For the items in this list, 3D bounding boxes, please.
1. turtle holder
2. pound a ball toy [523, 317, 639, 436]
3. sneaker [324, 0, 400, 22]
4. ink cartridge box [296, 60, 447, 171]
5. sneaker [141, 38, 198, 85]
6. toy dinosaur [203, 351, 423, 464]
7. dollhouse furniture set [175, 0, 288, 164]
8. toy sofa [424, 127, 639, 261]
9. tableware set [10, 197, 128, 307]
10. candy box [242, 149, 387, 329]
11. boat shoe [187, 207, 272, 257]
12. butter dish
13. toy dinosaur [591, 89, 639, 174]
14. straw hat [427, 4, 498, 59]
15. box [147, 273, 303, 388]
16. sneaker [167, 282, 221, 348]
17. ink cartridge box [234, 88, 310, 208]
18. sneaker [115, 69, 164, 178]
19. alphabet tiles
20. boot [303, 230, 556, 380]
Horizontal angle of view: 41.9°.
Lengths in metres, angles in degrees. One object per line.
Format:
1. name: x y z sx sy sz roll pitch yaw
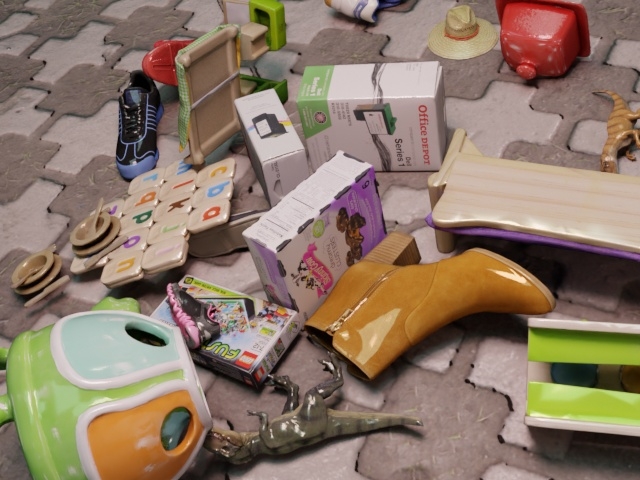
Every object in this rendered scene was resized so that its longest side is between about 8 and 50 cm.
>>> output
1. turtle holder: -0.260 0.200 1.026 0.227 0.243 0.320 -21 2 -9
2. pound a ball toy: 0.401 0.121 0.962 0.319 0.136 0.208 2 83 15
3. sneaker: 0.137 -0.541 1.720 0.131 0.112 0.296 33 62 16
4. ink cartridge box: 0.088 -0.196 1.344 0.219 0.160 0.093 0 49 15
5. sneaker: -0.294 -0.343 1.614 0.128 0.087 0.221 4 17 31
6. toy dinosaur: -0.014 0.212 1.056 0.268 0.064 0.118 -11 50 0
7. dollhouse furniture set: -0.195 -0.284 1.428 0.151 0.198 0.301 16 39 24
8. toy sofa: 0.330 -0.021 1.129 0.362 0.150 0.177 10 55 22
9. tableware set: -0.404 0.013 1.312 0.194 0.039 0.128 -35 36 -9
10. candy box: 0.000 0.000 1.175 0.070 0.165 0.196 28 59 36
11. boat shoe: -0.111 -0.028 1.293 0.206 0.075 0.065 -12 46 10
12. butter dish: 0.370 -0.333 1.437 0.160 0.160 0.118 16 76 26
13. toy dinosaur: 0.479 -0.191 1.315 0.112 0.064 0.211 4 48 19
14. straw hat: 0.264 -0.407 1.573 0.144 0.061 0.144 -6 46 7
15. box: -0.140 0.122 1.171 0.207 0.036 0.114 15 52 32
16. sneaker: -0.174 0.098 1.154 0.057 0.047 0.119 -20 46 -19
17. ink cartridge box: -0.074 -0.140 1.353 0.072 0.127 0.175 -18 47 -8
18. sneaker: -0.335 -0.214 1.510 0.081 0.090 0.232 -9 45 5
19. alphabet tiles: -0.260 -0.036 1.329 0.278 0.021 0.284 -19 35 14
20. boot: 0.133 0.104 1.090 0.295 0.104 0.211 18 59 42
